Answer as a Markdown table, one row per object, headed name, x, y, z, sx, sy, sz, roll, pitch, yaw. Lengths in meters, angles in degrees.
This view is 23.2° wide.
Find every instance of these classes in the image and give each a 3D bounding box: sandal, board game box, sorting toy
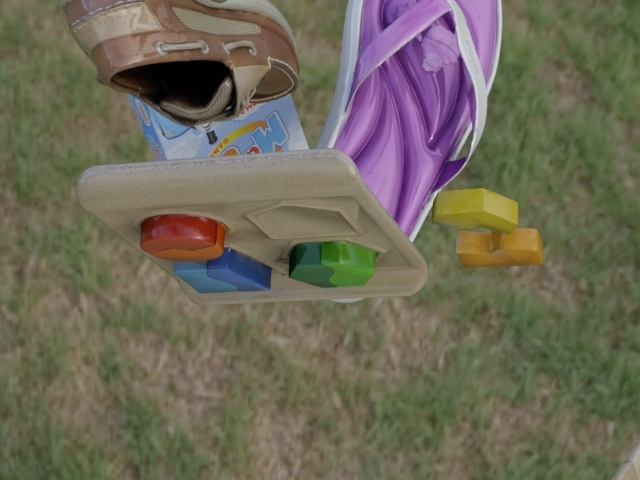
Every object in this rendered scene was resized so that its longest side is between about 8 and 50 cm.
| name | x | y | z | sx | sy | sz | roll | pitch | yaw |
| --- | --- | --- | --- | --- | --- | --- | --- | --- | --- |
| sandal | 0.093 | -0.133 | 1.477 | 0.169 | 0.102 | 0.416 | 25 | 72 | -23 |
| board game box | -0.106 | -0.137 | 1.581 | 0.160 | 0.211 | 0.039 | -37 | 39 | -24 |
| sorting toy | 0.000 | 0.000 | 1.159 | 0.307 | 0.229 | 0.041 | -3 | 67 | 17 |

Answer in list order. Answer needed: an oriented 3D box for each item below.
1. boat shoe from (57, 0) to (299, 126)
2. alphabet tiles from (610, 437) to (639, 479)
| name | x | y | z | sx | sy | sz | roll | pitch | yaw |
| --- | --- | --- | --- | --- | --- | --- | --- | --- | --- |
| boat shoe | -0.111 | -0.151 | 1.327 | 0.123 | 0.324 | 0.116 | -21 | 75 | 25 |
| alphabet tiles | 0.268 | 0.337 | 1.319 | 0.011 | 0.285 | 0.342 | 0 | 29 | 38 |
